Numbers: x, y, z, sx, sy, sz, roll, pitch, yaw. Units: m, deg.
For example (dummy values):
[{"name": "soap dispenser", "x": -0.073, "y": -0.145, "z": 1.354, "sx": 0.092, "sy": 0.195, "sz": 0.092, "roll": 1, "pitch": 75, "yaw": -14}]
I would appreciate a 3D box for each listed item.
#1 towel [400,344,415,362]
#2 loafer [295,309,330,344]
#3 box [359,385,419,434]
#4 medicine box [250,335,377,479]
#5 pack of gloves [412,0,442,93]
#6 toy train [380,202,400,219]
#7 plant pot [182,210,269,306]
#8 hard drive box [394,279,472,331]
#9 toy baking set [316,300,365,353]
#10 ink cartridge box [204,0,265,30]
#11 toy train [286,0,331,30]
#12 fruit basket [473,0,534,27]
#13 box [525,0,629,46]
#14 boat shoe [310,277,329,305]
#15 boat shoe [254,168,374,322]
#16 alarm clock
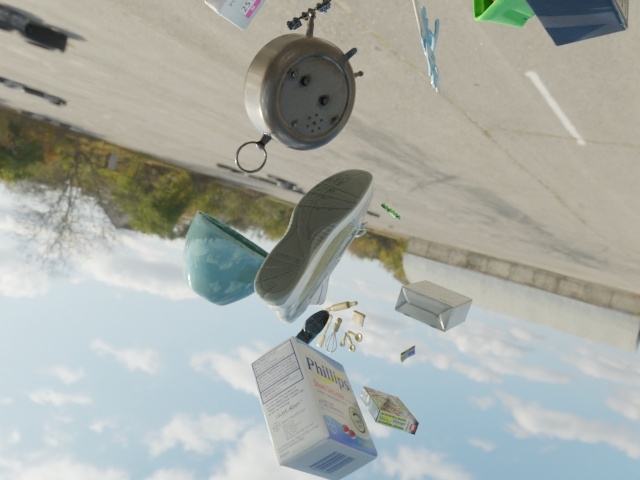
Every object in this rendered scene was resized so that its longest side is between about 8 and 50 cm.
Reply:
[{"name": "towel", "x": 0.287, "y": 0.373, "z": 1.902, "sx": 0.009, "sy": 0.060, "sz": 0.083, "roll": 55, "pitch": 168, "yaw": 29}, {"name": "loafer", "x": -0.022, "y": 0.279, "z": 1.866, "sx": 0.062, "sy": 0.170, "sz": 0.061, "roll": 47, "pitch": -153, "yaw": 10}, {"name": "box", "x": 0.185, "y": 0.463, "z": 1.594, "sx": 0.114, "sy": 0.036, "sz": 0.207, "roll": 20, "pitch": 180, "yaw": -9}, {"name": "medicine box", "x": -0.017, "y": 0.433, "z": 1.487, "sx": 0.263, "sy": 0.149, "sz": 0.289, "roll": 41, "pitch": -160, "yaw": -48}, {"name": "pack of gloves", "x": 0.289, "y": -0.498, "z": 1.472, "sx": 0.046, "sy": 0.232, "sz": 0.195, "roll": -12, "pitch": -176, "yaw": 18}, {"name": "toy train", "x": 0.233, "y": -0.097, "z": 1.934, "sx": 0.083, "sy": 0.017, "sz": 0.023, "roll": 40, "pitch": -161, "yaw": 19}, {"name": "plant pot", "x": -0.283, "y": 0.074, "z": 1.681, "sx": 0.290, "sy": 0.195, "sz": 0.290, "roll": 33, "pitch": -179, "yaw": 0}, {"name": "hard drive box", "x": 0.373, "y": 0.209, "z": 1.898, "sx": 0.181, "sy": 0.089, "sz": 0.232, "roll": 22, "pitch": -168, "yaw": 28}, {"name": "toy baking set", "x": 0.072, "y": 0.341, "z": 2.273, "sx": 0.256, "sy": 0.197, "sz": 0.030, "roll": -13, "pitch": 161, "yaw": 41}, {"name": "ink cartridge box", "x": -0.172, "y": -0.649, "z": 1.332, "sx": 0.060, "sy": 0.275, "sz": 0.239, "roll": 44, "pitch": -165, "yaw": 15}, {"name": "toy train", "x": -0.032, "y": -0.691, "z": 1.778, "sx": 0.036, "sy": 0.158, "sz": 0.027, "roll": 59, "pitch": 180, "yaw": -29}, {"name": "fruit basket", "x": 0.544, "y": -0.894, "z": 1.781, "sx": 0.391, "sy": 0.392, "sz": 0.283, "roll": 14, "pitch": 149, "yaw": -25}, {"name": "box", "x": 0.590, "y": -0.667, "z": 1.347, "sx": 0.182, "sy": 0.297, "sz": 0.294, "roll": -2, "pitch": 164, "yaw": 41}, {"name": "boat shoe", "x": -0.013, "y": 0.072, "z": 1.592, "sx": 0.075, "sy": 0.227, "sz": 0.083, "roll": 1, "pitch": -173, "yaw": -37}, {"name": "boat shoe", "x": 0.001, "y": 0.002, "z": 1.068, "sx": 0.118, "sy": 0.320, "sz": 0.103, "roll": 17, "pitch": 153, "yaw": 33}, {"name": "alarm clock", "x": -0.032, "y": -0.156, "z": 0.678, "sx": 0.129, "sy": 0.192, "sz": 0.064, "roll": 38, "pitch": -179, "yaw": -40}]
